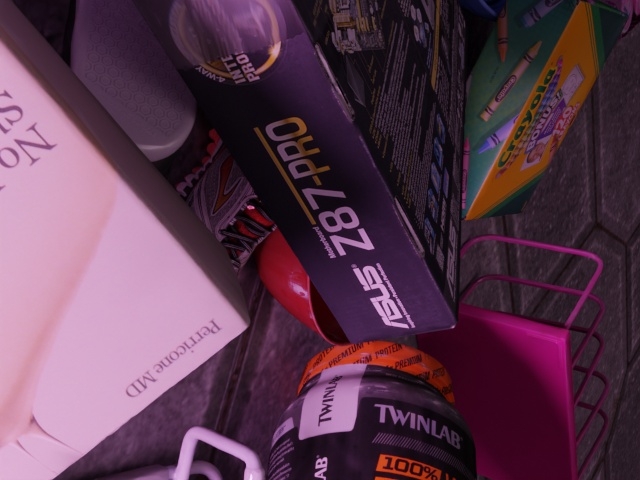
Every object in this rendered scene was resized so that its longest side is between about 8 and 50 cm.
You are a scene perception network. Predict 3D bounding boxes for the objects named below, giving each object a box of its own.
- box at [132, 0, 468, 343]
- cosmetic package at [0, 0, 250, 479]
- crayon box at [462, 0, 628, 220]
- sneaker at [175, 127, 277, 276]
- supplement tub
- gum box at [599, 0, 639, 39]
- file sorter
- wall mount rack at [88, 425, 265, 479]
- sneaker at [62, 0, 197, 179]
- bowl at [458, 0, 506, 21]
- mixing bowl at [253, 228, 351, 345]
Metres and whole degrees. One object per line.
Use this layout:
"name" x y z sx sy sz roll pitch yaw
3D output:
"box" 0.024 -0.172 0.680 0.395 0.097 0.318 -79 150 -43
"cosmetic package" -0.192 -0.040 0.430 0.160 0.113 0.309 -39 112 2
"crayon box" 0.239 -0.164 1.069 0.165 0.081 0.279 -8 129 -53
"sneaker" -0.066 -0.037 0.758 0.088 0.092 0.225 34 74 -53
"supplement tub" 0.045 0.276 0.839 0.207 0.207 0.338 63 24 -43
"gum box" 0.422 -0.357 1.312 0.188 0.107 0.062 -40 131 -40
"file sorter" 0.269 0.163 1.195 0.182 0.202 0.291 -44 134 -39
"wall mount rack" -0.169 0.313 0.703 0.350 0.130 0.304 0 104 -53
"sneaker" -0.137 -0.151 0.631 0.104 0.147 0.296 12 59 -21
"bowl" 0.207 -0.445 1.012 0.391 0.077 0.391 -22 118 -49
"mixing bowl" 0.000 0.000 0.851 0.181 0.098 0.182 -29 125 -52
